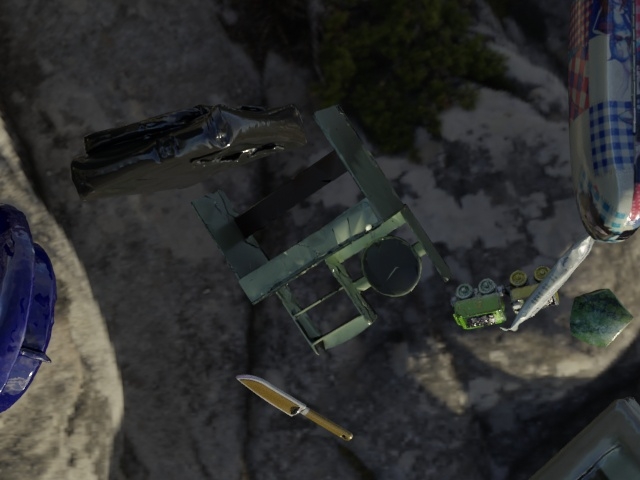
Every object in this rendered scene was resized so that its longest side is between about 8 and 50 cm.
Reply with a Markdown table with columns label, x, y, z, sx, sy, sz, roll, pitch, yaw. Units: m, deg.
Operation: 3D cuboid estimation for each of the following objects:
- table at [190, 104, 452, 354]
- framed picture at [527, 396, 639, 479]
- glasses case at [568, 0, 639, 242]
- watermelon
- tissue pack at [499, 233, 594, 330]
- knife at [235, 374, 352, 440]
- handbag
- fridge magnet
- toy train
| label | x | y | z | sx | sy | sz | roll | pitch | yaw |
| --- | --- | --- | --- | --- | --- | --- | --- | --- | --- |
| table | 0.000 | 0.000 | 0.905 | 0.175 | 0.146 | 0.062 | 57 | 29 | 0 |
| framed picture | 0.171 | 0.269 | 0.521 | 0.024 | 0.232 | 0.315 | 1 | 45 | -52 |
| glasses case | 0.290 | -0.161 | 1.067 | 0.076 | 0.125 | 0.327 | 3 | 78 | -4 |
| watermelon | 0.426 | 0.120 | 1.648 | 0.084 | 0.092 | 0.072 | 60 | 20 | 19 |
| tissue pack | 0.323 | 0.054 | 1.489 | 0.026 | 0.193 | 0.122 | 41 | 12 | 10 |
| knife | -0.050 | 0.319 | 2.040 | 0.256 | 0.046 | 0.022 | 33 | 46 | -15 |
| handbag | -0.165 | -0.124 | 1.400 | 0.275 | 0.244 | 0.088 | -11 | 86 | -67 |
| fridge magnet | -0.382 | 0.088 | 1.202 | 0.113 | 0.265 | 0.265 | 20 | 69 | -38 |
| toy train | 0.334 | 0.105 | 1.938 | 0.060 | 0.202 | 0.081 | 56 | 26 | -49 |
